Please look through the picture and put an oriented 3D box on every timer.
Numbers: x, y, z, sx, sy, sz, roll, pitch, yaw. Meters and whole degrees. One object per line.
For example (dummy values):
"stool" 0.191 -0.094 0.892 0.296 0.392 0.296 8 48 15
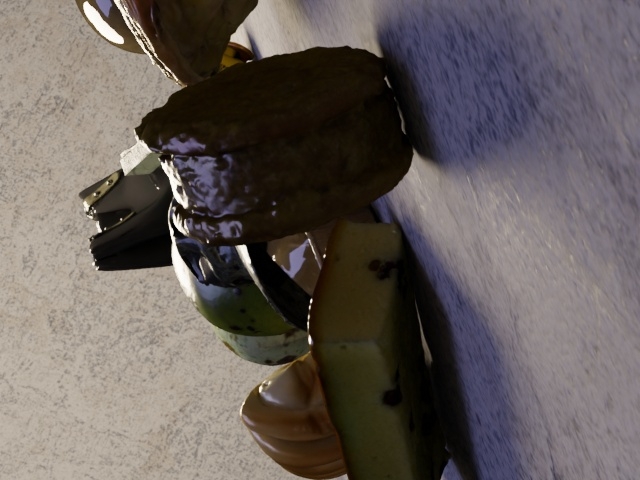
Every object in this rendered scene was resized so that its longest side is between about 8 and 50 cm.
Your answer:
"timer" -0.123 -0.180 2.010 0.107 0.109 0.107 25 165 7

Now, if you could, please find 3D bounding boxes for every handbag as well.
"handbag" -0.214 -0.060 2.405 0.342 0.288 0.152 -123 15 -66

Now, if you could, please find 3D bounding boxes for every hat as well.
"hat" -0.081 -0.019 1.676 0.265 0.128 0.266 37 -132 -55

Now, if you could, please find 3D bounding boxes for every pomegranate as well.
"pomegranate" -0.055 0.027 1.862 0.248 0.202 0.202 35 -162 -39

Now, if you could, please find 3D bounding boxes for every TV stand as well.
"TV stand" -0.192 -0.163 2.255 0.256 0.049 0.040 -36 70 43

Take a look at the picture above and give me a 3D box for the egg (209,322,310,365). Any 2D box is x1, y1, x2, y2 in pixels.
"egg" -0.068 0.045 2.032 0.169 0.169 0.231 -128 27 -71

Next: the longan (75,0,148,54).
"longan" -0.224 -0.334 2.039 0.198 0.198 0.212 -118 13 -48

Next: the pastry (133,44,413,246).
"pastry" -0.031 -0.068 1.163 0.189 0.188 0.103 -128 19 -71

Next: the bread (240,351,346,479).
"bread" 0.016 0.184 1.739 0.121 0.173 0.311 58 178 13

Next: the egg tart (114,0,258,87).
"egg tart" -0.137 -0.293 1.518 0.315 0.120 0.315 -21 -90 -82

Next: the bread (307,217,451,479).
"bread" 0.059 0.149 1.479 0.361 0.077 0.138 75 -160 -47

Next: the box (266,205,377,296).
"box" 0.000 0.000 1.546 0.177 0.111 0.111 -124 14 -66
